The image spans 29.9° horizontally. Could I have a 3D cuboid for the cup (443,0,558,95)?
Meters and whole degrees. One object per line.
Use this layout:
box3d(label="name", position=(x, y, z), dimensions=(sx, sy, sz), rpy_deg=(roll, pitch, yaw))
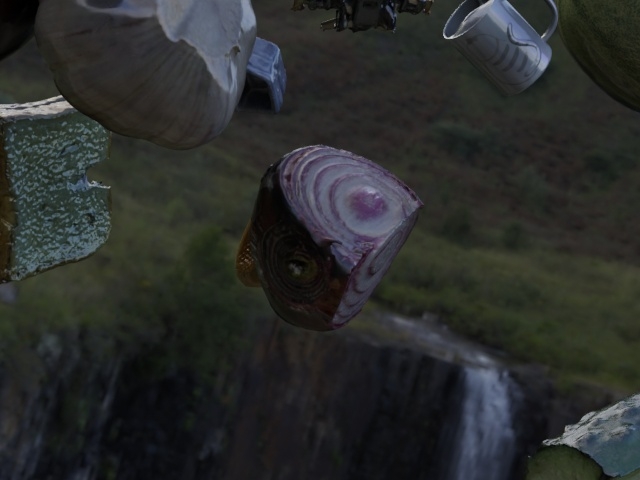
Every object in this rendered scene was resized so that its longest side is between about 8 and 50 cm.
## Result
box3d(label="cup", position=(0.265, -0.289, 1.696), dimensions=(0.133, 0.099, 0.136), rpy_deg=(41, -39, -22))

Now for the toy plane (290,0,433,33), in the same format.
box3d(label="toy plane", position=(0.045, -0.230, 1.101), dimensions=(0.135, 0.062, 0.188), rpy_deg=(1, -6, -6))

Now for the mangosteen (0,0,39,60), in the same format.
box3d(label="mangosteen", position=(-0.499, -0.359, 1.551), dimensions=(0.330, 0.330, 0.330), rpy_deg=(18, -2, 1))

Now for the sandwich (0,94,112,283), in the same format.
box3d(label="sandwich", position=(-0.437, -0.089, 1.898), dimensions=(0.095, 0.273, 0.249), rpy_deg=(15, 23, 34))

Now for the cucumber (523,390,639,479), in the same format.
box3d(label="cucumber", position=(0.385, 0.214, 1.366), dimensions=(0.325, 0.145, 0.105), rpy_deg=(-17, 55, -29))

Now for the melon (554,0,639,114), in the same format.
box3d(label="melon", position=(0.506, -0.317, 1.807), dimensions=(0.329, 0.248, 0.248), rpy_deg=(28, -3, -9))

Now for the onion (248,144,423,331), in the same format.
box3d(label="onion", position=(-0.004, -0.003, 1.635), dimensions=(0.207, 0.206, 0.216), rpy_deg=(41, 44, 16))

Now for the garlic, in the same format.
box3d(label="garlic", position=(-0.223, -0.268, 1.509), dimensions=(0.317, 0.317, 0.259), rpy_deg=(19, -9, -39))

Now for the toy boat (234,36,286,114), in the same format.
box3d(label="toy boat", position=(-0.182, -0.258, 1.722), dimensions=(0.283, 0.078, 0.127), rpy_deg=(18, -24, 17))

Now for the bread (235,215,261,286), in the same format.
box3d(label="bread", position=(-0.062, -0.011, 1.808), dimensions=(0.077, 0.189, 0.114), rpy_deg=(28, 3, -34))
